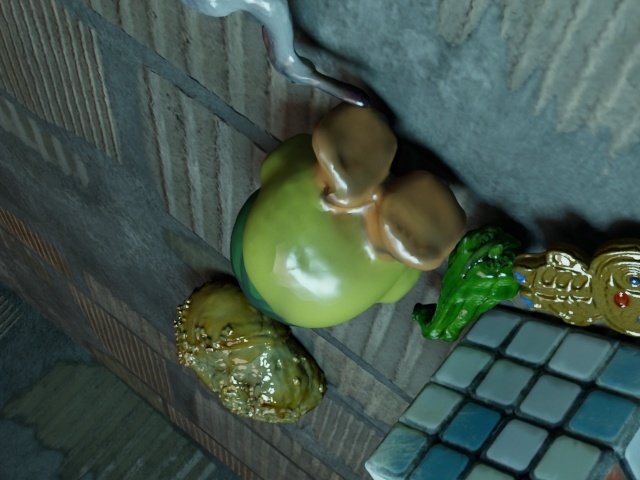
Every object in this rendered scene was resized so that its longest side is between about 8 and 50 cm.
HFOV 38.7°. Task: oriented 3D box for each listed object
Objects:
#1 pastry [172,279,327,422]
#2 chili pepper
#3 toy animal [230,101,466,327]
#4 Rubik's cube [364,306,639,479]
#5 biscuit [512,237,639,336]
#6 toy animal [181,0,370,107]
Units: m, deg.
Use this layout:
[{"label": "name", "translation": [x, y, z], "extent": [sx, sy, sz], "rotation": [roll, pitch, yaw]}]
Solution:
[{"label": "pastry", "translation": [-0.135, 0.216, 1.623], "extent": [0.311, 0.162, 0.255], "rotation": [53, 156, -21]}, {"label": "chili pepper", "translation": [0.159, 0.052, 0.979], "extent": [0.257, 0.100, 0.074], "rotation": [107, 154, -59]}, {"label": "toy animal", "translation": [-0.002, 0.002, 1.017], "extent": [0.216, 0.191, 0.338], "rotation": [44, 156, -5]}, {"label": "Rubik's cube", "translation": [0.251, 0.261, 0.992], "extent": [0.259, 0.256, 0.253], "rotation": [12, 143, 48]}, {"label": "biscuit", "translation": [0.264, 0.046, 0.835], "extent": [0.175, 0.026, 0.124], "rotation": [1, 137, 31]}, {"label": "toy animal", "translation": [-0.090, -0.254, 0.842], "extent": [0.195, 0.090, 0.324], "rotation": [17, 144, 44]}]
